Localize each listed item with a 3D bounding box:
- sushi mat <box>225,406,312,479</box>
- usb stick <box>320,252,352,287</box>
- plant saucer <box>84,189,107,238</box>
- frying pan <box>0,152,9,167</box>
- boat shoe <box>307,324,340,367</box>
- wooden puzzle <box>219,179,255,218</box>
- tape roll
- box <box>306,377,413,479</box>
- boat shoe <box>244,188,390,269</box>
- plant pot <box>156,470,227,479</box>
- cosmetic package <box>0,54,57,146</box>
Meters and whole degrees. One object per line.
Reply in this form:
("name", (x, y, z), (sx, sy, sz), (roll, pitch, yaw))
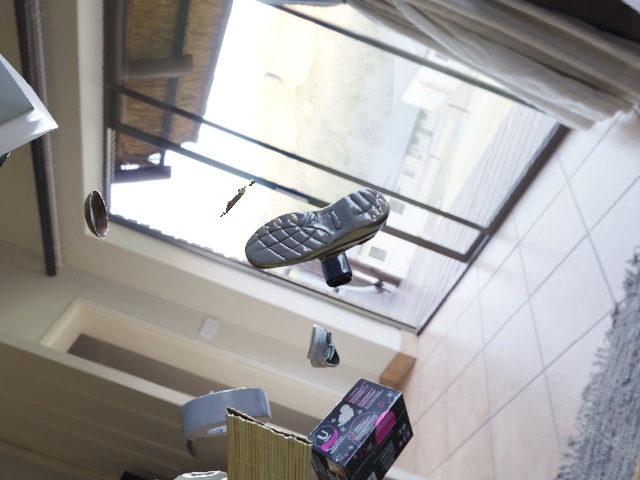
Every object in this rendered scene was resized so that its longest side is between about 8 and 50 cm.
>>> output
("sushi mat", (-0.088, 0.420, 0.750), (0.019, 0.151, 0.317), (-39, -43, -60))
("usb stick", (0.026, 0.019, 1.320), (0.278, 0.077, 0.045), (-107, -11, -45))
("plant saucer", (-0.901, -0.102, 1.867), (0.198, 0.036, 0.199), (171, 90, -82))
("frying pan", (-0.779, -0.085, 0.967), (0.053, 0.197, 0.326), (55, 128, 33))
("boat shoe", (0.015, 0.383, 1.645), (0.320, 0.103, 0.118), (85, -166, -59))
("wooden puzzle", (-0.181, -0.090, 0.995), (0.116, 0.014, 0.078), (-48, 16, 5))
("tape roll", (-0.236, 0.435, 1.171), (0.219, 0.219, 0.072), (112, 148, -58))
("box", (0.101, 0.501, 1.177), (0.247, 0.142, 0.163), (-36, -60, -37))
("boat shoe", (0.000, 0.000, 1.110), (0.130, 0.355, 0.132), (75, 176, -58))
("plant pot", (-0.271, 0.666, 0.965), (0.334, 0.333, 0.306), (113, 153, -73))
("cosmetic package", (-0.563, -0.153, 0.695), (0.284, 0.097, 0.377), (-33, 21, -18))
